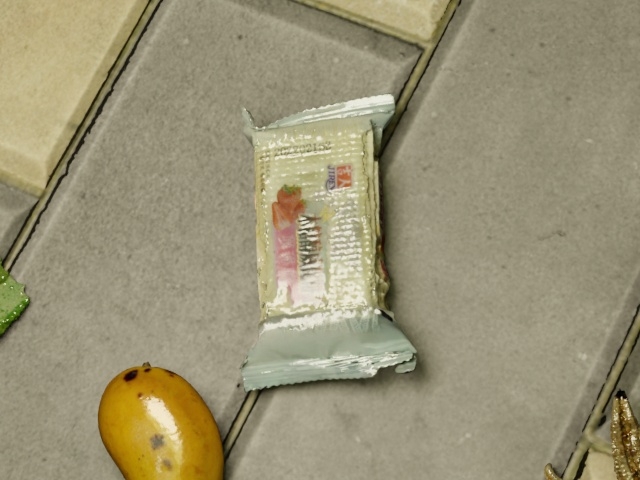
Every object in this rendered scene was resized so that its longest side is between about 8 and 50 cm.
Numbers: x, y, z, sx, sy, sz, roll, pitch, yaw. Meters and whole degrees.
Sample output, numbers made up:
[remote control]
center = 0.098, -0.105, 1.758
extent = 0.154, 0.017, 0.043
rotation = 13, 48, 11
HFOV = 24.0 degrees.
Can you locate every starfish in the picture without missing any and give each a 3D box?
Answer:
[starfish]
center = 0.325, 0.254, 1.443
extent = 0.213, 0.057, 0.238
rotation = -12, 65, 17

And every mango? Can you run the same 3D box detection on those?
[mango]
center = -0.159, 0.210, 1.547
extent = 0.115, 0.090, 0.178
rotation = -35, 70, 10

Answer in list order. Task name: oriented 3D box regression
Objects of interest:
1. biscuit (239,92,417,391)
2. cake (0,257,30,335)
[biscuit]
center = 0.005, 0.000, 1.590
extent = 0.186, 0.079, 0.309
rotation = -6, 68, 13
[cake]
center = -0.431, 0.107, 1.640
extent = 0.235, 0.099, 0.100
rotation = -44, 70, -6
